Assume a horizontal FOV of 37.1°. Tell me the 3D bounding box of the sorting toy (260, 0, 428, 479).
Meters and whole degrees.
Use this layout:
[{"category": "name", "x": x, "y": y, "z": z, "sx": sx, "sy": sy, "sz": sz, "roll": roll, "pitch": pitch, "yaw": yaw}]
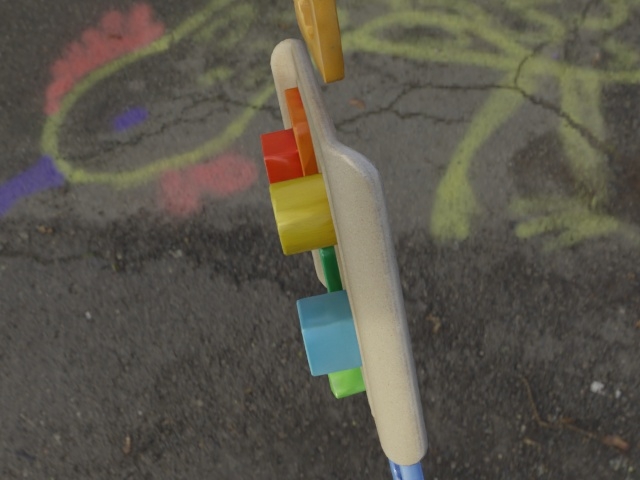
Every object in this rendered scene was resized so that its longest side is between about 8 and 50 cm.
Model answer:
[{"category": "sorting toy", "x": 0.000, "y": 0.000, "z": 0.522, "sx": 0.047, "sy": 0.348, "sz": 0.196, "roll": -14, "pitch": 28, "yaw": -5}]
